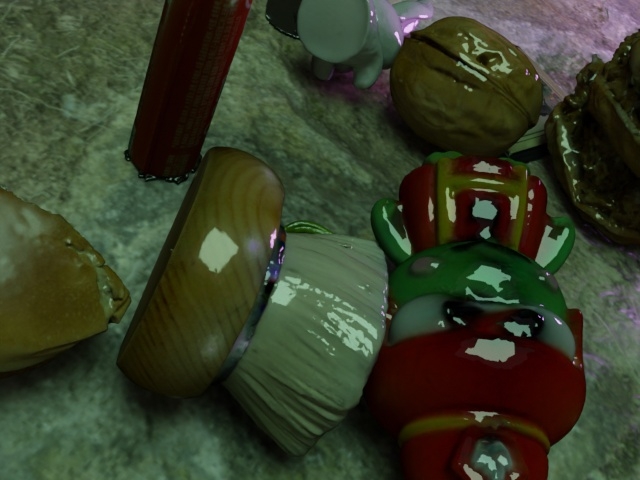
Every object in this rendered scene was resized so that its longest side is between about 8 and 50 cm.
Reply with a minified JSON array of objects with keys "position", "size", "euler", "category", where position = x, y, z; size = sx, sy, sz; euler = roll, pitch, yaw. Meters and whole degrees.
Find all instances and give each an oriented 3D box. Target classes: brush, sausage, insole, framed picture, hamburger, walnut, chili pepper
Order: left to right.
[{"position":[-0.285,0.016,0.571],"size":[0.283,0.144,0.156],"euler":[29,48,1],"category":"hamburger"},{"position":[-0.114,-0.162,0.706],"size":[0.083,0.264,0.083],"euler":[13,49,-16],"category":"sausage"},{"position":[-0.047,0.025,0.648],"size":[0.166,0.174,0.266],"euler":[23,36,-14],"category":"brush"},{"position":[0.000,-0.001,0.778],"size":[0.083,0.017,0.030],"euler":[28,49,3],"category":"chili pepper"},{"position":[0.013,-0.362,1.095],"size":[0.111,0.007,0.328],"euler":[25,47,-1],"category":"insole"},{"position":[0.161,-0.171,0.903],"size":[0.180,0.144,0.144],"euler":[41,49,2],"category":"walnut"},{"position":[0.251,-0.183,1.032],"size":[0.195,0.010,0.199],"euler":[-18,60,-32],"category":"framed picture"},{"position":[0.396,-0.111,0.900],"size":[0.245,0.211,0.260],"euler":[36,45,-1],"category":"hamburger"}]

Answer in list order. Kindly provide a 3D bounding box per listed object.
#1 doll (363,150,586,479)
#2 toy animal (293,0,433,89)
[{"position":[0.122,0.092,0.651],"size":[0.182,0.160,0.363],"euler":[9,51,-3],"category":"doll"},{"position":[0.063,-0.251,0.975],"size":[0.104,0.131,0.221],"euler":[0,11,29],"category":"toy animal"}]
